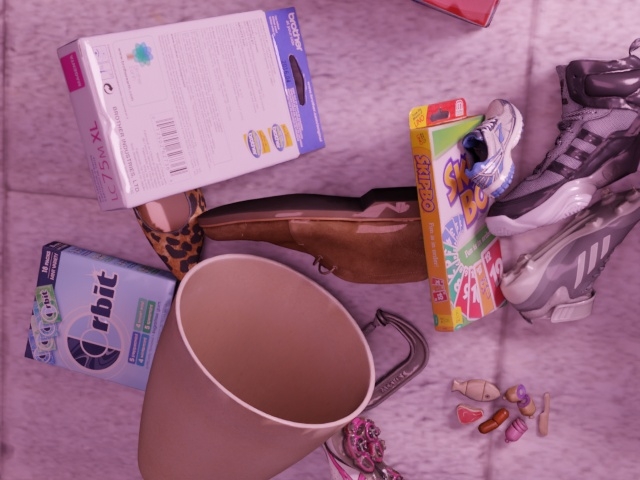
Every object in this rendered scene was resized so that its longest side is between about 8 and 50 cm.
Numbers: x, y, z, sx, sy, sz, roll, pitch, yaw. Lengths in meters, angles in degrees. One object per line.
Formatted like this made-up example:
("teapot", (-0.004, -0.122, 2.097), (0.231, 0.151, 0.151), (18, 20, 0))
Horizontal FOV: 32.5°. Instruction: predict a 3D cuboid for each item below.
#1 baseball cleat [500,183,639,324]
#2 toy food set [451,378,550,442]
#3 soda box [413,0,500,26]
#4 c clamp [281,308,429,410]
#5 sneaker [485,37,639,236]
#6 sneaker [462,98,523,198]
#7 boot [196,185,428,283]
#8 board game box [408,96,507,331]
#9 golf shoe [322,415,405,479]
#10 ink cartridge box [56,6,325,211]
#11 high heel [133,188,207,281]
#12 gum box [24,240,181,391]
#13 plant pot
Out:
("baseball cleat", (0.317, 0.024, 1.305), (0.206, 0.072, 0.109), (-35, 107, 19))
("toy food set", (0.224, 0.216, 1.374), (0.122, 0.019, 0.077), (3, 101, 10))
("soda box", (0.088, -0.334, 1.263), (0.263, 0.083, 0.092), (24, 103, 6))
("c clamp", (0.051, 0.145, 1.392), (0.161, 0.022, 0.137), (-34, 93, 15))
("sneaker", (0.287, -0.121, 1.261), (0.269, 0.101, 0.153), (-30, 93, 9))
("sneaker", (0.194, -0.116, 1.258), (0.058, 0.135, 0.052), (28, 141, -22))
("boot", (0.000, 0.000, 1.335), (0.305, 0.112, 0.115), (0, 107, 8))
("board game box", (0.162, -0.034, 1.286), (0.039, 0.124, 0.259), (-4, 100, 40))
("golf shoe", (0.058, 0.312, 1.408), (0.086, 0.067, 0.186), (-18, 98, 40))
("ink cartridge box", (-0.136, -0.159, 1.264), (0.065, 0.311, 0.185), (-5, 101, 50))
("high heel", (-0.212, -0.059, 1.318), (0.093, 0.186, 0.261), (-10, 98, 13))
("gum box", (-0.284, 0.100, 1.437), (0.184, 0.041, 0.156), (14, 103, 7))
("plant pot", (-0.114, 0.200, 1.336), (0.256, 0.256, 0.274), (37, 124, 2))
